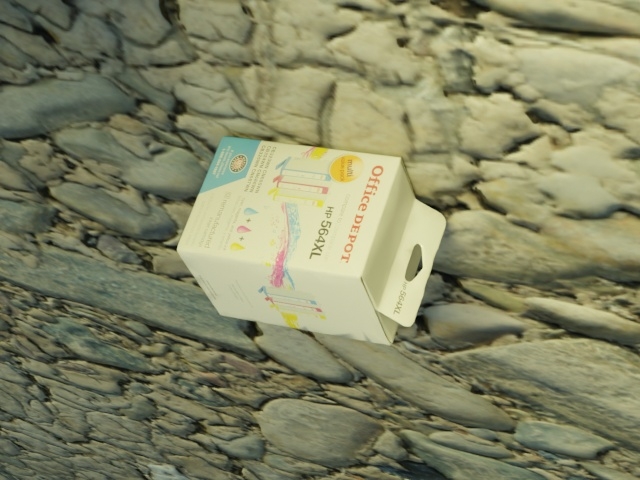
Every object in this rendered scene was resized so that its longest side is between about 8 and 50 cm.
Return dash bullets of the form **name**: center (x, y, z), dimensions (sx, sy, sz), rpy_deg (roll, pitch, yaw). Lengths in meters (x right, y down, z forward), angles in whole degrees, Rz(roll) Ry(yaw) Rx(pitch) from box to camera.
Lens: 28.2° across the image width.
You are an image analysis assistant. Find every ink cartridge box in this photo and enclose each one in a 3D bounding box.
- **ink cartridge box**: center (0.000, 0.000, 0.813), dimensions (0.143, 0.092, 0.090), rpy_deg (7, 151, 22)
